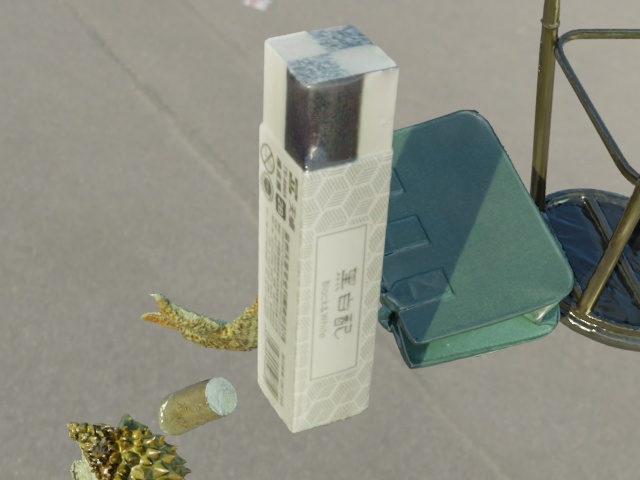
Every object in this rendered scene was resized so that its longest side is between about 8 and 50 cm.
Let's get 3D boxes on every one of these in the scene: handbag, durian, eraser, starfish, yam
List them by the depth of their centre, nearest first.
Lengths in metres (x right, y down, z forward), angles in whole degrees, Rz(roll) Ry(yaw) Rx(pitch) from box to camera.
[{"bbox_3d":[0.000,0.000,1.155,0.096,0.404,0.098,-14,40,-23],"label":"eraser"},{"bbox_3d":[-0.153,0.202,1.482,0.054,0.132,0.054,14,65,-32],"label":"yam"},{"bbox_3d":[0.158,-0.006,1.558,0.238,0.089,0.326,-14,56,-11],"label":"handbag"},{"bbox_3d":[-0.286,0.364,1.770,0.166,0.306,0.172,25,50,30],"label":"durian"},{"bbox_3d":[-0.145,0.127,1.835,0.347,0.078,0.358,-6,-11,41],"label":"starfish"}]

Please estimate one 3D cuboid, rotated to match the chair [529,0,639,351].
[{"bbox_3d":[0.457,-0.089,1.606,0.362,0.410,0.365,-2,46,-17],"label":"chair"}]
